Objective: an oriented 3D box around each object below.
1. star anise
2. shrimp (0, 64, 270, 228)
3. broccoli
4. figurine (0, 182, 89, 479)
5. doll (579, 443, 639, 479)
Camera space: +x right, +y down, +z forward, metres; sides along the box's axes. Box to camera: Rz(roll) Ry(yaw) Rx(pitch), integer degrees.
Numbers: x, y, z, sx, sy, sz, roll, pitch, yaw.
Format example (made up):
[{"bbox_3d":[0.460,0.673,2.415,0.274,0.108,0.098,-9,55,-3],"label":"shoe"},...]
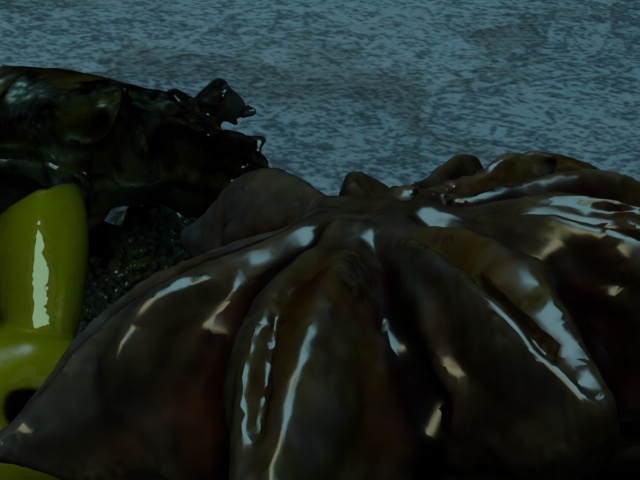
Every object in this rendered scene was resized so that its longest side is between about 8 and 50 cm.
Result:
[{"bbox_3d":[0.020,0.035,0.652,0.315,0.108,0.315,-12,19,4],"label":"star anise"},{"bbox_3d":[-0.201,-0.013,0.963,0.445,0.085,0.272,-2,41,41],"label":"shrimp"},{"bbox_3d":[-0.108,0.005,1.077,0.118,0.122,0.204,-21,15,-4],"label":"broccoli"},{"bbox_3d":[-0.172,0.146,0.691,0.327,0.218,0.169,-33,21,-22],"label":"figurine"},{"bbox_3d":[0.104,0.207,0.609,0.318,0.209,0.340,11,25,16],"label":"doll"}]
